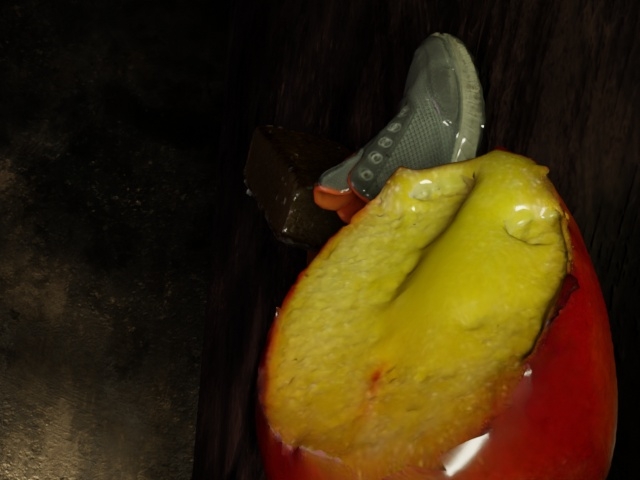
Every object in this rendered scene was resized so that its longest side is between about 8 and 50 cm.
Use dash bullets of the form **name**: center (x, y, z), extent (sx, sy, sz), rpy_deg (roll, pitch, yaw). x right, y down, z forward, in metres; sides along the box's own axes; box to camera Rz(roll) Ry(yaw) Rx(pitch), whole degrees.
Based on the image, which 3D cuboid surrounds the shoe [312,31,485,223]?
- **shoe**: center (0.075, -0.070, 1.080), extent (0.132, 0.171, 0.336), rpy_deg (139, 137, -71)

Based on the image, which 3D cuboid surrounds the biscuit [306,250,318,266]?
- **biscuit**: center (0.000, 0.000, 1.674), extent (0.102, 0.019, 0.130), rpy_deg (-106, 27, -60)

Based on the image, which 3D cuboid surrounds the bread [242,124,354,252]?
- **bread**: center (-0.007, -0.072, 1.437), extent (0.416, 0.165, 0.113), rpy_deg (-124, 44, -71)

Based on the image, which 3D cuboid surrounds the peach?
- **peach**: center (0.092, 0.086, 0.746), extent (0.281, 0.281, 0.338), rpy_deg (162, 115, -75)
